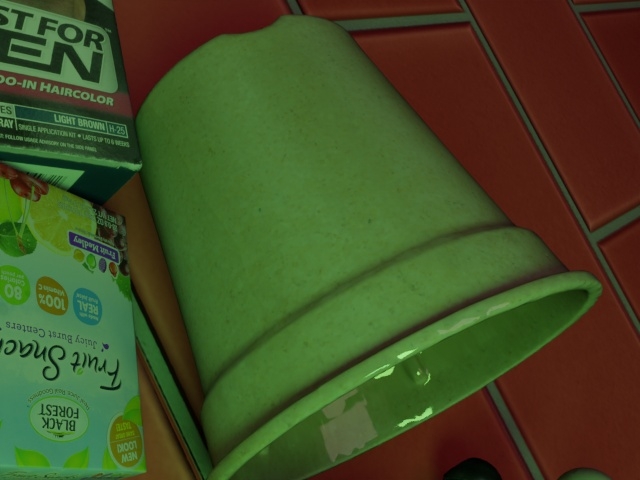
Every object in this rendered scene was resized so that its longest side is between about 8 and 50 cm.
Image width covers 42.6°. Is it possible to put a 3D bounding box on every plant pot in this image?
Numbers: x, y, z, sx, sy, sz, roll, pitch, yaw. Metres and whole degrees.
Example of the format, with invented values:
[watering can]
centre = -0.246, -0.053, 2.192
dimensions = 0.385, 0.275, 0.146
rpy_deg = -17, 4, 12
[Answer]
[plant pot]
centre = 0.000, 0.000, 0.681
dimensions = 0.334, 0.334, 0.305
rpy_deg = -7, 60, -45

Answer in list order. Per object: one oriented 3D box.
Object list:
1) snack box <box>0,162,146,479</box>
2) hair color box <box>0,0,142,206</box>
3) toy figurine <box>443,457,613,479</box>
[snack box]
centre = -0.206, 0.060, 0.564
dimensions = 0.174, 0.070, 0.207
rpy_deg = 28, 48, -58
[hair color box]
centre = -0.269, -0.197, 0.665
dimensions = 0.174, 0.105, 0.347
rpy_deg = 4, 63, -43
[toy figurine]
centre = 0.222, 0.298, 0.754
dimensions = 0.209, 0.213, 0.148
rpy_deg = 31, 62, -25
